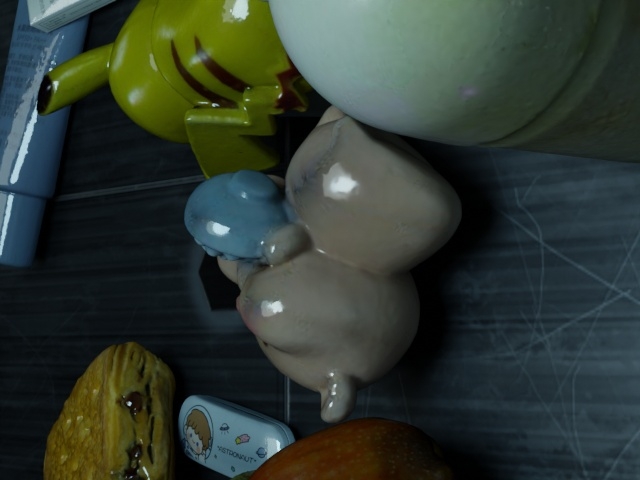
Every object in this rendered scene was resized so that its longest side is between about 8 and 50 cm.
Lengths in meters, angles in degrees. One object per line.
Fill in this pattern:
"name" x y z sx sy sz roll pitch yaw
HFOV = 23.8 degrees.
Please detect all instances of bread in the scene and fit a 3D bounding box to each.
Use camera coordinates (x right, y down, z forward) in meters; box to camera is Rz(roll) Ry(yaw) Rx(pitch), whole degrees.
"bread" -0.227 0.246 1.653 0.235 0.099 0.210 -54 30 39

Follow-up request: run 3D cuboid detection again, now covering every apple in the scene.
"apple" 0.043 0.261 1.287 0.230 0.230 0.230 -4 84 49

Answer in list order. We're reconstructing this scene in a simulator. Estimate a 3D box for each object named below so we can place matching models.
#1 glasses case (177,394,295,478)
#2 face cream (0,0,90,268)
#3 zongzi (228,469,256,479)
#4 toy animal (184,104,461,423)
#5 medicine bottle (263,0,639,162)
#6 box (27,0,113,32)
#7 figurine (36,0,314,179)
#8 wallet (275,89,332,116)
"glasses case" -0.088 0.205 1.558 0.178 0.045 0.067 13 99 49
"face cream" -0.350 -0.160 1.861 0.135 0.086 0.385 12 91 38
"zongzi" -0.122 0.312 1.542 0.274 0.145 0.300 -64 28 13
"toy animal" 0.020 0.004 1.355 0.221 0.229 0.210 -31 23 1
"medicine bottle" 0.112 -0.184 1.080 0.235 0.406 0.236 -6 83 49
"box" -0.277 -0.312 1.783 0.154 0.040 0.084 -19 69 26
"figurine" -0.087 -0.165 1.406 0.326 0.218 0.169 -21 42 51
"wallet" 0.008 -0.196 1.463 0.231 0.069 0.170 7 97 43
